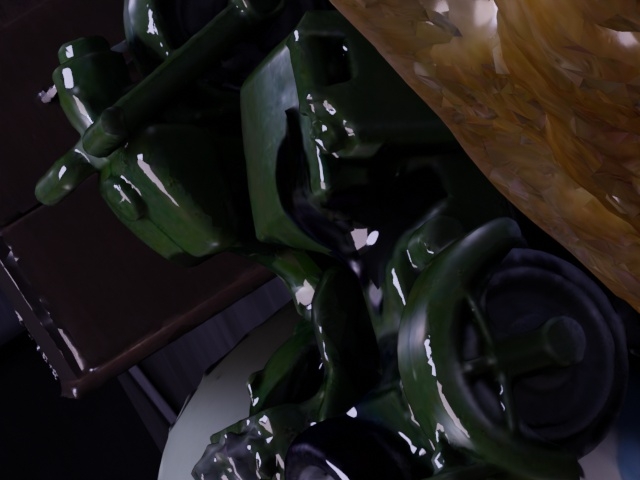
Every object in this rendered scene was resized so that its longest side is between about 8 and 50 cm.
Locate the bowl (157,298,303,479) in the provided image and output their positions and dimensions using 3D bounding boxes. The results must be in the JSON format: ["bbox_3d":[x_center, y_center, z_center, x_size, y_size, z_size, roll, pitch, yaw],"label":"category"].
[{"bbox_3d":[0.020,0.203,0.984,0.354,0.185,0.354,61,176,8],"label":"bowl"}]

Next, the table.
[{"bbox_3d":[-0.097,-0.051,0.915,0.193,0.169,0.172,58,169,-1],"label":"table"}]

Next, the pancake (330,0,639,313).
[{"bbox_3d":[0.102,-0.019,0.300,0.356,0.065,0.356,36,166,10],"label":"pancake"}]

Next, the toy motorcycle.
[{"bbox_3d":[0.000,0.000,0.702,0.205,0.127,0.275,-35,72,64],"label":"toy motorcycle"}]

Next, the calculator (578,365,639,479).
[{"bbox_3d":[0.119,0.094,0.727,0.210,0.039,0.121,40,161,55],"label":"calculator"}]
